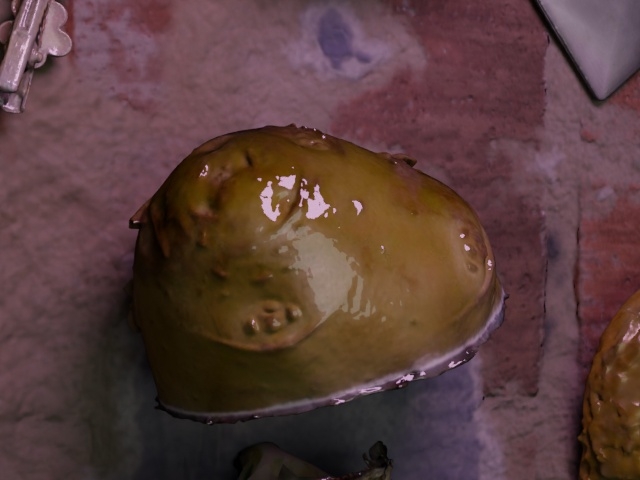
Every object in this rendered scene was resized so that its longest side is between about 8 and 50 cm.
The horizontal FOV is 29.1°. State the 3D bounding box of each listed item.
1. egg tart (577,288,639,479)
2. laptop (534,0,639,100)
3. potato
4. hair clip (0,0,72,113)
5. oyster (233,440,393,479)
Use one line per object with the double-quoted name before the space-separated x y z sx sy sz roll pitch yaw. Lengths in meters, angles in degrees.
"egg tart" 0.411 0.187 1.196 0.339 0.153 0.351 -33 103 -19
"laptop" 0.314 -0.286 1.215 0.269 0.015 0.187 -41 107 -19
"potato" 0.000 0.000 0.943 0.300 0.246 0.196 -19 107 -27
"hair clip" -0.212 -0.200 0.949 0.062 0.056 0.213 13 76 -9
"oyster" -0.037 0.211 0.972 0.260 0.198 0.092 -2 81 -64
